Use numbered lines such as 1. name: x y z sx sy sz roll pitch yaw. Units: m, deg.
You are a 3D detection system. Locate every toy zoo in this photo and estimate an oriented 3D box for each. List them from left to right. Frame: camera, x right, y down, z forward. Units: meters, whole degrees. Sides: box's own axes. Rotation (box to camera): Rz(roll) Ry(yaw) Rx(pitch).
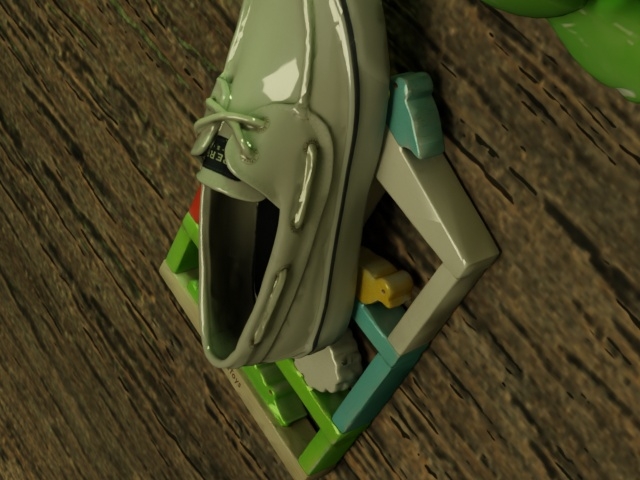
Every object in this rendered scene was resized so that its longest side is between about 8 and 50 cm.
1. toy zoo: 0.000 0.000 0.850 0.192 0.030 0.293 54 138 22

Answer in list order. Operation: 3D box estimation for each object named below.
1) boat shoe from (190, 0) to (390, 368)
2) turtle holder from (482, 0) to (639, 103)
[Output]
1. boat shoe: -0.030 -0.049 0.769 0.096 0.088 0.267 34 128 39
2. turtle holder: 0.120 -0.182 0.465 0.227 0.243 0.320 -6 91 35
